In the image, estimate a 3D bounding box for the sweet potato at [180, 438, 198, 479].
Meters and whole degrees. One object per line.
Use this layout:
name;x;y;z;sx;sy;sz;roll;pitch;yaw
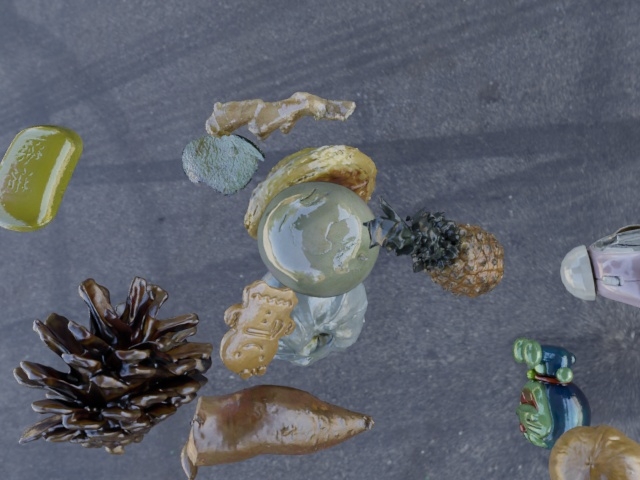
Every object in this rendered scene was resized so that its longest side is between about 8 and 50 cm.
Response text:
sweet potato;-0.281;0.487;1.471;0.067;0.281;0.059;40;114;2

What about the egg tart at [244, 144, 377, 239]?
egg tart;-0.038;-0.154;1.869;0.443;0.443;0.178;-38;58;17

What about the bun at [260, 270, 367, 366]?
bun;-0.033;0.204;1.658;0.354;0.354;0.194;-36;39;18

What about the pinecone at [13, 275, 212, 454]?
pinecone;-0.246;0.144;0.725;0.202;0.229;0.201;-131;34;-62

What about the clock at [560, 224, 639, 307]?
clock;0.830;0.062;1.546;0.326;0.342;0.184;11;110;59

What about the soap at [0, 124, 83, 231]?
soap;-0.335;-0.077;0.708;0.089;0.045;0.140;8;68;13

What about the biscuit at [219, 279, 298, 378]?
biscuit;-0.111;0.154;1.040;0.184;0.133;0.027;-55;35;6

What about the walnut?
walnut;0.532;0.445;1.137;0.195;0.221;0.195;-17;51;23

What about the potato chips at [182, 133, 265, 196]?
potato chips;-0.200;-0.151;1.214;0.209;0.026;0.142;-22;81;31

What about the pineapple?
pineapple;0.184;0.011;0.966;0.128;0.248;0.128;-29;51;42

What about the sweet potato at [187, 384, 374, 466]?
sweet potato;-0.068;0.320;1.080;0.337;0.131;0.131;-3;76;-13

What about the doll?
doll;0.627;0.425;1.640;0.186;0.198;0.321;-2;90;-1

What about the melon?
melon;0.000;0.000;1.398;0.330;0.268;0.268;14;88;54

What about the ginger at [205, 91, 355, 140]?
ginger;-0.077;-0.237;1.162;0.288;0.075;0.089;-5;106;-6
